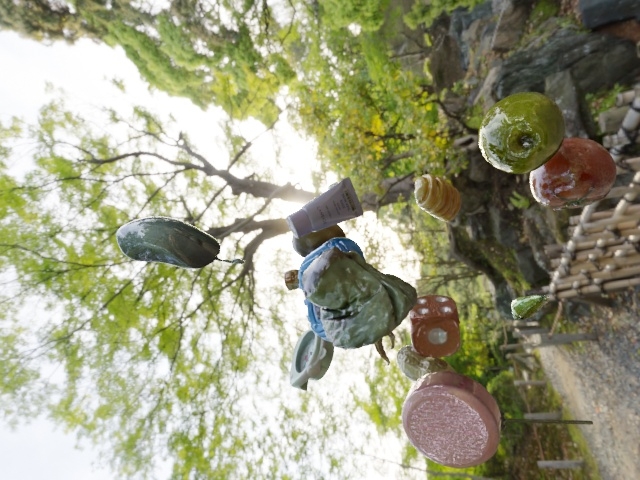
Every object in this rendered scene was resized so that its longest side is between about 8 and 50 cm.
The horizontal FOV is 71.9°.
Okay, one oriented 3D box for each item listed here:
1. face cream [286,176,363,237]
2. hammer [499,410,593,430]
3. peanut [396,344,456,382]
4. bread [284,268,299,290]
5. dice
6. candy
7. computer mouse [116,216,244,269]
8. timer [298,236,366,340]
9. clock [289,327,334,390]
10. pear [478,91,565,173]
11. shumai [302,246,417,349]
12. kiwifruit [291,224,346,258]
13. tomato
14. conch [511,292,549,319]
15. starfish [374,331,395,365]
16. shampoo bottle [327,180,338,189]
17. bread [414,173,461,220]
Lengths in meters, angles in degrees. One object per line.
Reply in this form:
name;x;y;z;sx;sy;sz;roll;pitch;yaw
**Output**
face cream;0.016;-0.104;1.584;0.154;0.274;0.096;65;166;-12
hammer;0.732;0.596;1.448;0.029;0.292;0.058;-18;-76;-76
peanut;0.397;0.485;1.640;0.130;0.290;0.130;-13;-68;-36
bread;-0.116;0.174;1.930;0.076;0.083;0.070;71;-172;-48
dice;0.410;0.307;1.609;0.179;0.174;0.174;-76;-22;-67
candy;0.334;0.466;1.134;0.094;0.256;0.255;-34;-67;-62
computer mouse;-0.401;0.002;1.275;0.167;0.380;0.090;-77;1;-52
timer;0.049;0.174;1.563;0.115;0.309;0.339;1;-115;-39
clock;-0.032;0.546;2.094;0.109;0.324;0.265;25;-133;-16
pear;0.626;-0.342;1.384;0.307;0.253;0.252;-63;-40;-56
shumai;0.090;0.126;1.226;0.263;0.309;0.304;55;-136;-7
kiwifruit;0.000;0.000;1.844;0.196;0.234;0.195;-162;90;-90
tomato;0.865;-0.235;1.527;0.265;0.265;0.264;-10;-90;-73
conch;0.747;0.234;1.584;0.201;0.095;0.079;-49;57;55
starfish;0.233;0.375;1.857;0.302;0.060;0.299;20;-110;-52
shampoo bottle;0.060;-0.190;1.699;0.034;0.049;0.141;58;-175;-23
bread;0.536;-0.192;1.988;0.311;0.121;0.172;16;-103;-47
